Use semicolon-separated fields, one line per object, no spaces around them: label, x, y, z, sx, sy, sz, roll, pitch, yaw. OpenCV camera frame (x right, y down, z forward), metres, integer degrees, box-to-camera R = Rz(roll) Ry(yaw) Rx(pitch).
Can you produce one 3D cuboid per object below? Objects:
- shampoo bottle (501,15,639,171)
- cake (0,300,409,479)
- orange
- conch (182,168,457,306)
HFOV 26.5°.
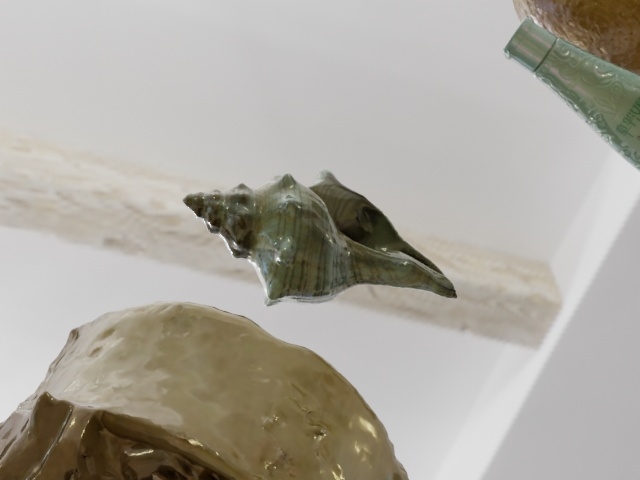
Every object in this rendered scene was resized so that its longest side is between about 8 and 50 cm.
shampoo bottle;0.228;-0.108;1.058;0.190;0.041;0.069;34;-69;-1
cake;-0.129;0.251;0.983;0.332;0.321;0.332;16;-47;18
orange;0.289;-0.257;1.291;0.236;0.236;0.236;-3;-56;-5
conch;-0.012;0.001;1.201;0.233;0.137;0.114;15;-45;-36
